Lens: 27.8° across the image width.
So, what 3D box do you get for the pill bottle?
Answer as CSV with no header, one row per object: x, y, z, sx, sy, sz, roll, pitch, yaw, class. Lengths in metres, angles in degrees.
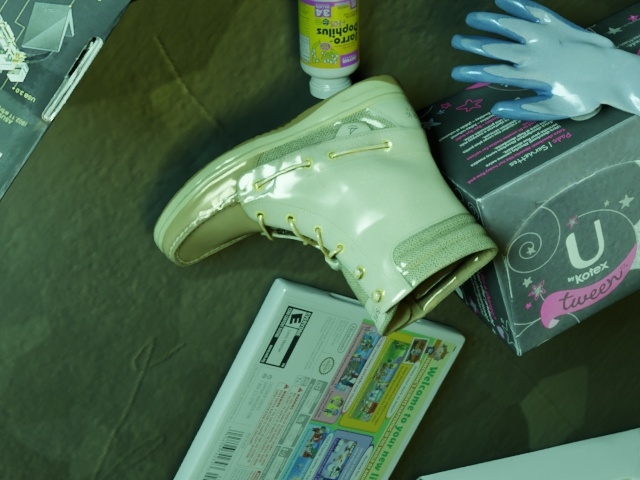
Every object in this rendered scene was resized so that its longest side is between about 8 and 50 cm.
0.007,-0.145,0.923,0.043,0.043,0.083,-14,122,-19,pill bottle

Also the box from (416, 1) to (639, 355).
0.210,-0.052,1.013,0.247,0.142,0.163,-27,125,-10,box

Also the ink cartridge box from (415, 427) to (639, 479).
0.223,0.403,1.276,0.270,0.151,0.395,-8,122,-22,ink cartridge box

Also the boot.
0.000,0.000,0.916,0.213,0.165,0.077,-31,160,4,boot

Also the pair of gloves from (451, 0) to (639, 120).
0.182,-0.172,0.930,0.159,0.023,0.198,12,75,1,pair of gloves

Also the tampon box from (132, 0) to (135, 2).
-0.159,-0.201,0.775,0.161,0.101,0.120,-28,125,-9,tampon box

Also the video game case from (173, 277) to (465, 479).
-0.001,0.146,1.097,0.193,0.023,0.212,17,108,-32,video game case

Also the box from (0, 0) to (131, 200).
-0.248,-0.235,0.608,0.395,0.097,0.318,30,108,-19,box
